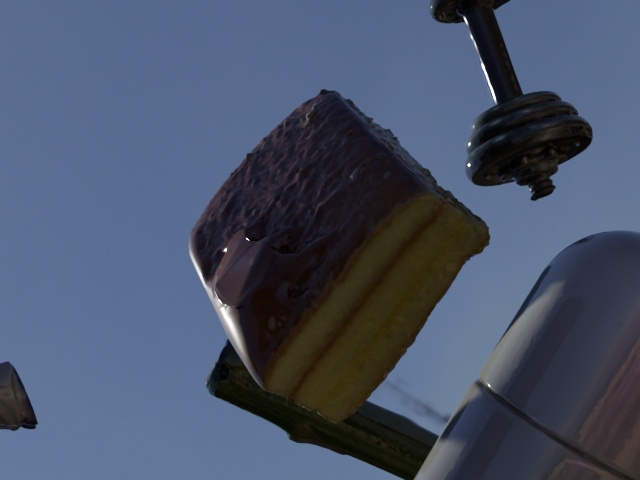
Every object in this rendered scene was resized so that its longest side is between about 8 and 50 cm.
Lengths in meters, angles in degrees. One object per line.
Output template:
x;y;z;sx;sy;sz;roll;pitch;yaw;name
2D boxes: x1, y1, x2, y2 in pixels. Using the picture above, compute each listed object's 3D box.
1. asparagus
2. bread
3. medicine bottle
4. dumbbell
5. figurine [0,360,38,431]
0.020;0.174;1.437;0.060;0.278;0.067;103;-170;-62;asparagus
0.000;0.000;1.095;0.110;0.234;0.184;36;-82;-27;bread
0.116;0.152;0.830;0.341;0.130;0.130;-60;-22;6;medicine bottle
0.147;-0.154;1.250;0.110;0.254;0.110;-16;-14;-4;dumbbell
-0.354;0.159;1.114;0.274;0.133;0.194;-23;-1;6;figurine
